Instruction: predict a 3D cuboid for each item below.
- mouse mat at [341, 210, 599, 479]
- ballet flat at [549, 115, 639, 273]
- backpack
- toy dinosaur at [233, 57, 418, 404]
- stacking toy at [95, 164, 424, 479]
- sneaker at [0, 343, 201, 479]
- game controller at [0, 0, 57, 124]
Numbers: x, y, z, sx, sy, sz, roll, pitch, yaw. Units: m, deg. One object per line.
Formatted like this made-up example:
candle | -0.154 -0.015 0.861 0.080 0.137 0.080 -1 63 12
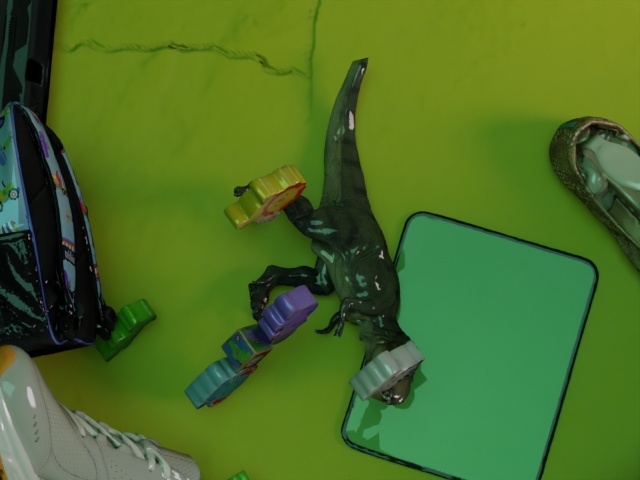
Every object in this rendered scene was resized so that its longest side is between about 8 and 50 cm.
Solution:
mouse mat | 0.112 0.084 1.047 0.152 0.007 0.190 17 82 7
ballet flat | 0.248 -0.014 1.024 0.206 0.067 0.073 42 85 10
backpack | -0.222 -0.003 0.976 0.117 0.158 0.173 -12 86 1
toy dinosaur | 0.000 0.000 1.047 0.118 0.064 0.268 -9 75 -2
stacking toy | -0.049 0.077 1.006 0.221 0.052 0.167 -43 75 29
sneaker | -0.151 0.155 0.958 0.121 0.262 0.099 -27 41 -12
game controller | -0.292 -0.154 1.102 0.166 0.067 0.319 0 79 19
